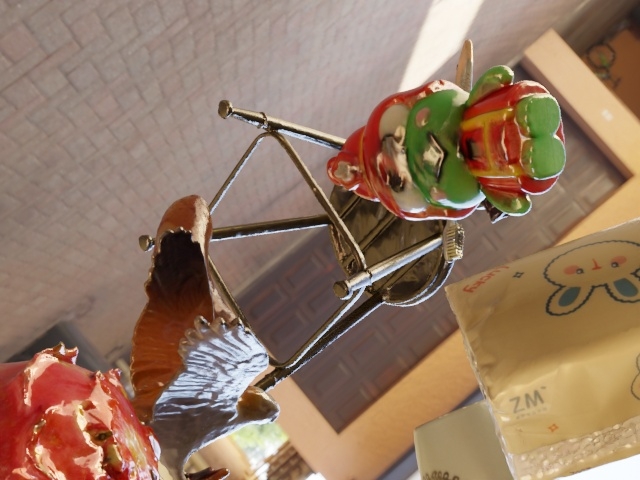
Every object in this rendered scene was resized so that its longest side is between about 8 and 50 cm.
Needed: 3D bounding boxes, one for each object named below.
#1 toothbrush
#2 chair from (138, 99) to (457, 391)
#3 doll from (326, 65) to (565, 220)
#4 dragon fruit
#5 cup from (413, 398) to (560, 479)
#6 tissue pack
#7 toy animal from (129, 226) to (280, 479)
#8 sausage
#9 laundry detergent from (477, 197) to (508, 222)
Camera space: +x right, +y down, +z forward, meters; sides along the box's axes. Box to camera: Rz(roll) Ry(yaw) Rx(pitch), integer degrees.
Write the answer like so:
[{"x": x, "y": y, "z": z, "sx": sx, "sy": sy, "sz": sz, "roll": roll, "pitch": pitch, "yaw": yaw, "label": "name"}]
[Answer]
[{"x": 0.225, "y": -0.149, "z": 1.292, "sx": 0.028, "sy": 0.375, "sz": 0.037, "roll": 12, "pitch": 167, "yaw": -25, "label": "toothbrush"}, {"x": 0.000, "y": 0.000, "z": 1.378, "sx": 0.410, "sy": 0.362, "sz": 0.365, "roll": -14, "pitch": 152, "yaw": -44, "label": "chair"}, {"x": 0.147, "y": -0.116, "z": 1.060, "sx": 0.363, "sy": 0.183, "sz": 0.160, "roll": -6, "pitch": -166, "yaw": 41, "label": "doll"}, {"x": -0.241, "y": 0.198, "z": 0.594, "sx": 0.268, "sy": 0.205, "sz": 0.210, "roll": -37, "pitch": 164, "yaw": 27, "label": "dragon fruit"}, {"x": 0.209, "y": 0.353, "z": 1.087, "sx": 0.186, "sy": 0.234, "sz": 0.258, "roll": -10, "pitch": 158, "yaw": -34, "label": "cup"}, {"x": 0.195, "y": 0.059, "z": 0.524, "sx": 0.196, "sy": 0.092, "sz": 0.148, "roll": -19, "pitch": -155, "yaw": 6, "label": "tissue pack"}, {"x": -0.186, "y": 0.179, "z": 0.803, "sx": 0.284, "sy": 0.302, "sz": 0.225, "roll": -26, "pitch": -148, "yaw": -15, "label": "toy animal"}, {"x": -0.167, "y": 0.054, "z": 1.069, "sx": 0.102, "sy": 0.302, "sz": 0.076, "roll": -12, "pitch": 137, "yaw": -16, "label": "sausage"}, {"x": 0.297, "y": -0.133, "z": 1.413, "sx": 0.078, "sy": 0.222, "sz": 0.144, "roll": 18, "pitch": 134, "yaw": -32, "label": "laundry detergent"}]
